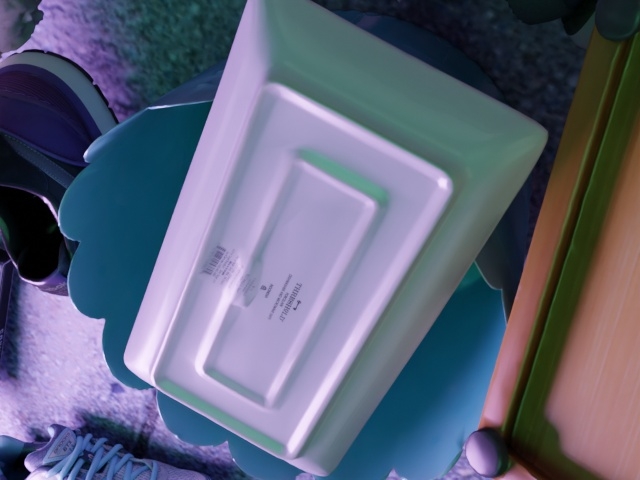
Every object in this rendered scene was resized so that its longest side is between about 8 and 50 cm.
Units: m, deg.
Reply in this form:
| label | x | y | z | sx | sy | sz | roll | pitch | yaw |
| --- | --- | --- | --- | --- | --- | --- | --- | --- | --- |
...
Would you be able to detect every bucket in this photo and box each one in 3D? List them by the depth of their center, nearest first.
| label | x | y | z | sx | sy | sz | roll | pitch | yaw |
| --- | --- | --- | --- | --- | --- | --- | --- | --- | --- |
| bucket | 0.000 | 0.000 | 0.568 | 0.281 | 0.183 | 0.281 | 11 | 125 | 16 |

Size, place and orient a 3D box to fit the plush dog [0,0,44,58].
| label | x | y | z | sx | sy | sz | roll | pitch | yaw |
| --- | --- | --- | --- | --- | --- | --- | --- | --- | --- |
| plush dog | -0.262 | -0.253 | 0.519 | 0.225 | 0.211 | 0.262 | 55 | 129 | 11 |

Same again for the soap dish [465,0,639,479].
| label | x | y | z | sx | sy | sz | roll | pitch | yaw |
| --- | --- | --- | --- | --- | --- | --- | --- | --- | --- |
| soap dish | 0.189 | 0.028 | 0.371 | 0.229 | 0.118 | 0.290 | 31 | 116 | 47 |

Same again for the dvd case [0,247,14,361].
| label | x | y | z | sx | sy | sz | roll | pitch | yaw |
| --- | --- | --- | --- | --- | --- | --- | --- | --- | --- |
| dvd case | -0.387 | 0.084 | 0.856 | 0.179 | 0.029 | 0.238 | 22 | 117 | 7 |

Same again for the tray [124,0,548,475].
| label | x | y | z | sx | sy | sz | roll | pitch | yaw |
| --- | --- | --- | --- | --- | --- | --- | --- | --- | --- |
| tray | -0.015 | 0.021 | 0.452 | 0.145 | 0.030 | 0.270 | 29 | 128 | 4 |

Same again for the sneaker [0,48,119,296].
| label | x | y | z | sx | sy | sz | roll | pitch | yaw |
| --- | --- | --- | --- | --- | --- | --- | --- | --- | --- |
| sneaker | -0.168 | 0.011 | 0.661 | 0.107 | 0.124 | 0.283 | -14 | 128 | 29 |

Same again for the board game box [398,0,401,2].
| label | x | y | z | sx | sy | sz | roll | pitch | yaw |
| --- | --- | --- | --- | --- | --- | --- | --- | --- | --- |
| board game box | 0.050 | -0.200 | 0.514 | 0.090 | 0.020 | 0.090 | 46 | 127 | -12 |

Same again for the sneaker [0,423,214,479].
| label | x | y | z | sx | sy | sz | roll | pitch | yaw |
| --- | --- | --- | --- | --- | --- | --- | --- | --- | --- |
| sneaker | -0.229 | 0.244 | 0.877 | 0.283 | 0.110 | 0.122 | -7 | 116 | 26 |

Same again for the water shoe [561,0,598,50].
| label | x | y | z | sx | sy | sz | roll | pitch | yaw |
| --- | --- | --- | --- | --- | --- | --- | --- | --- | --- |
| water shoe | 0.211 | -0.168 | 0.451 | 0.080 | 0.072 | 0.203 | 23 | 136 | -20 |

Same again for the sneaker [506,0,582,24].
| label | x | y | z | sx | sy | sz | roll | pitch | yaw |
| --- | --- | --- | --- | --- | --- | --- | --- | --- | --- |
| sneaker | 0.128 | -0.251 | 0.383 | 0.131 | 0.112 | 0.318 | 2 | 121 | 21 |
